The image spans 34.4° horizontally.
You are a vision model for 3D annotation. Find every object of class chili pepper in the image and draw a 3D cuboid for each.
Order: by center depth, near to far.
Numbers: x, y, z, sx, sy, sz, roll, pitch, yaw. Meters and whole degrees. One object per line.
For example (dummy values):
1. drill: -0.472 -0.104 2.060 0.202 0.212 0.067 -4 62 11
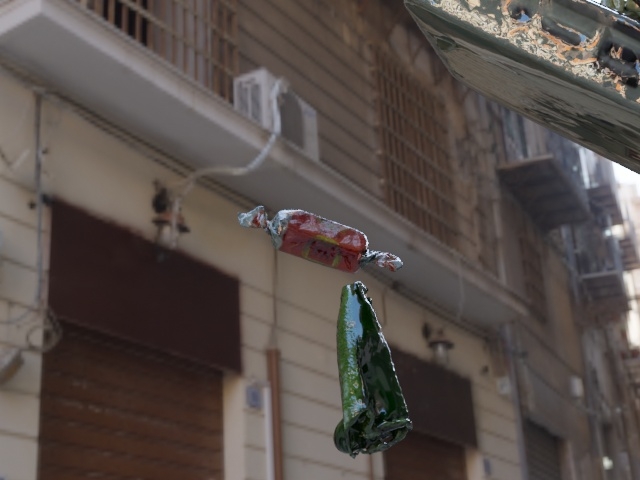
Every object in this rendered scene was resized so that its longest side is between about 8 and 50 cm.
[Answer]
1. chili pepper: 0.054 0.150 1.223 0.062 0.216 0.108 -19 -30 32

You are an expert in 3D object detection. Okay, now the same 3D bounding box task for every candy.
1. candy: 0.000 0.001 1.751 0.292 0.086 0.059 18 -59 0

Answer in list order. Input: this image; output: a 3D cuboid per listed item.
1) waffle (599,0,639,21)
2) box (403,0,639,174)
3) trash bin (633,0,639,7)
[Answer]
1. waffle: 0.527 -0.320 1.541 0.309 0.056 0.292 -4 -5 7
2. box: 0.307 -0.182 1.186 0.396 0.111 0.396 29 4 17
3. trash bin: 0.295 -0.252 0.587 0.182 0.209 0.290 6 -53 -25
